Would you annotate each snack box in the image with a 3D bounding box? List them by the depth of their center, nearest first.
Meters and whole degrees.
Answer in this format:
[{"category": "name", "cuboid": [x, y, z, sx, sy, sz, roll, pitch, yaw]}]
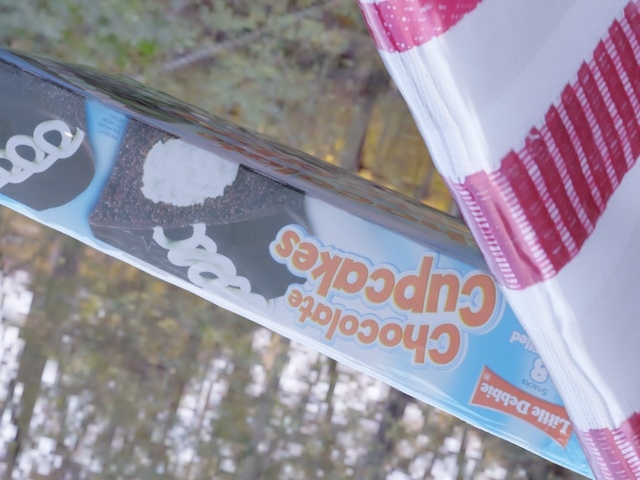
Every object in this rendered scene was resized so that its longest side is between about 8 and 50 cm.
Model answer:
[{"category": "snack box", "cuboid": [0.000, 0.000, 0.654, 0.322, 0.060, 0.187, 24, -173, 17]}]

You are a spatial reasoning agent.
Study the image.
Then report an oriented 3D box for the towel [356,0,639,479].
[{"category": "towel", "cuboid": [0.123, -0.065, 0.392, 0.037, 0.237, 0.329, 17, 145, 49]}]
